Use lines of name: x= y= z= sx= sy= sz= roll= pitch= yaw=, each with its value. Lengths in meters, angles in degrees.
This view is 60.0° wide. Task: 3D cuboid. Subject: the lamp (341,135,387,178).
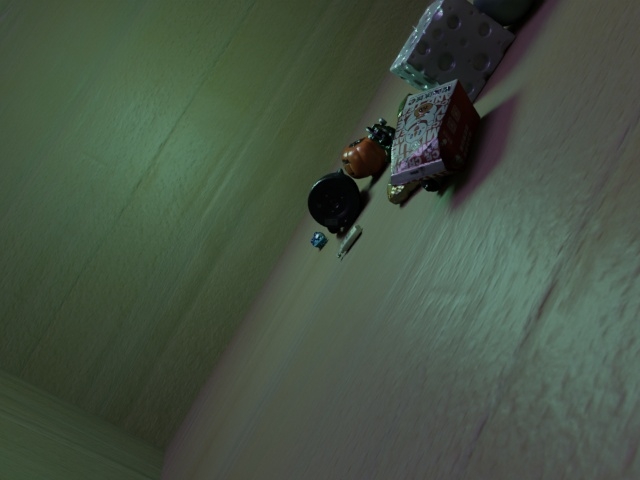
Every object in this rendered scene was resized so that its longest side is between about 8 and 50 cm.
lamp: x=0.183 y=-0.333 z=2.275 sx=0.188 sy=0.163 sz=0.187 roll=-30 pitch=17 yaw=10

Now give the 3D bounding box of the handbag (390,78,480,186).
handbag: x=0.285 y=-0.252 z=1.422 sx=0.171 sy=0.151 sz=0.298 roll=-10 pitch=45 yaw=42

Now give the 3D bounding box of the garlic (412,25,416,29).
garlic: x=0.476 y=-0.825 z=2.224 sx=0.151 sy=0.196 sz=0.338 roll=-41 pitch=10 yaw=9

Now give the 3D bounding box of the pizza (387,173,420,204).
pizza: x=0.292 y=-0.237 z=1.685 sx=0.297 sy=0.071 sz=0.189 roll=-50 pitch=12 yaw=41

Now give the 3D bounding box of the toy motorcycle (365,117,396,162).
toy motorcycle: x=0.262 y=-0.352 z=1.968 sx=0.124 sy=0.187 sz=0.275 roll=-57 pitch=-9 yaw=21

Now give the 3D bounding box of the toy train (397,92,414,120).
toy train: x=0.346 y=-0.479 z=2.070 sx=0.072 sy=0.099 sz=0.188 roll=-51 pitch=11 yaw=35

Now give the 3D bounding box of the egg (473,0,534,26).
egg: x=0.537 y=-0.717 z=1.626 sx=0.168 sy=0.168 sz=0.231 roll=-59 pitch=4 yaw=0

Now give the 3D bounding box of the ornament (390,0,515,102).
ornament: x=0.393 y=-0.572 z=1.697 sx=0.239 sy=0.239 sz=0.240 roll=-59 pitch=9 yaw=7

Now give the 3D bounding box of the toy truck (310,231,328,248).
toy truck: x=0.000 y=0.000 z=2.510 sx=0.073 sy=0.056 sz=0.090 roll=-64 pitch=23 yaw=-3

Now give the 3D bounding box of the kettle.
kettle: x=0.062 y=-0.157 z=2.313 sx=0.290 sy=0.208 sz=0.268 roll=-72 pitch=-13 yaw=-73

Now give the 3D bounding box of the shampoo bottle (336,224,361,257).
shampoo bottle: x=0.101 y=0.006 z=2.017 sx=0.141 sy=0.034 sz=0.049 roll=-55 pitch=17 yaw=22

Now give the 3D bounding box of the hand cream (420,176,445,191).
hand cream: x=0.323 y=-0.199 z=1.490 sx=0.186 sy=0.054 sz=0.087 roll=-56 pitch=13 yaw=-30
